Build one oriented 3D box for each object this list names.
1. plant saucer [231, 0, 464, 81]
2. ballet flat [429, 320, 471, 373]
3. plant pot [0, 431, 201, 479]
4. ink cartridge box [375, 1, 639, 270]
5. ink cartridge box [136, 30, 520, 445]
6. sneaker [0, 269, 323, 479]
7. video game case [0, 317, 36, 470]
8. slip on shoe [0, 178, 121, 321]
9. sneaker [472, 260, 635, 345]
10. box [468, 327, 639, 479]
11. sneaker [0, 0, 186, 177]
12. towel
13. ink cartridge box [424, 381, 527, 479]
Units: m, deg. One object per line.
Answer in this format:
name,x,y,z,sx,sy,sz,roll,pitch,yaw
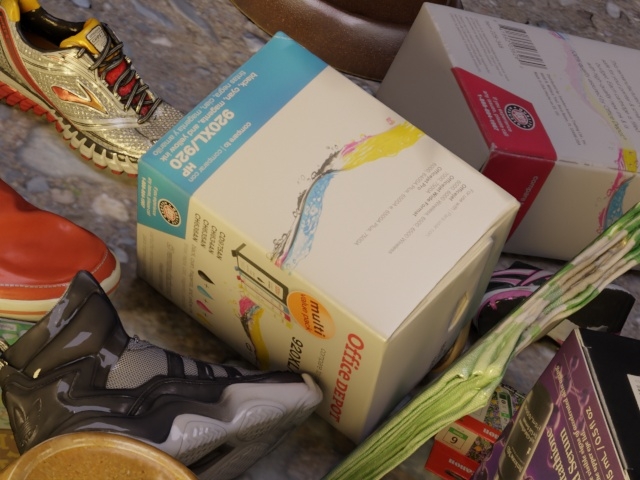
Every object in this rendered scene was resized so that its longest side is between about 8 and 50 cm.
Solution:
plant saucer,0.027,-0.285,1.801,0.310,0.050,0.310,17,37,-14
ballet flat,0.095,0.025,1.446,0.073,0.080,0.232,22,34,-36
plant pot,-0.147,0.227,0.883,0.237,0.254,0.237,18,38,-14
ink cartridge box,0.234,-0.094,1.634,0.306,0.131,0.226,10,39,-27
ink cartridge box,0.000,0.000,1.280,0.232,0.171,0.168,36,60,16
sneaker,-0.116,0.092,1.165,0.268,0.101,0.153,-9,59,-51
video game case,-0.262,0.118,1.134,0.212,0.023,0.193,11,39,-23
slip on shoe,-0.298,-0.039,1.238,0.331,0.101,0.123,27,34,-4
sneaker,0.200,0.048,1.494,0.178,0.072,0.077,8,30,-35
box,0.195,0.190,1.194,0.108,0.207,0.153,13,38,-21
sneaker,-0.193,-0.132,1.426,0.225,0.093,0.088,30,36,0
towel,0.134,0.080,1.228,0.038,0.248,0.325,49,46,5
ink cartridge box,0.127,0.153,1.345,0.063,0.029,0.115,29,35,1
